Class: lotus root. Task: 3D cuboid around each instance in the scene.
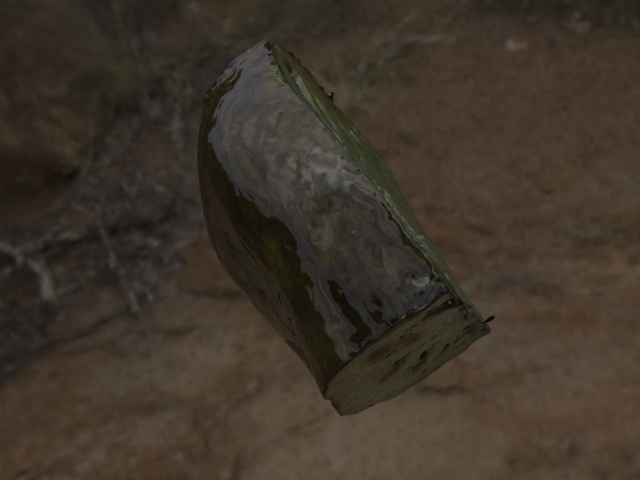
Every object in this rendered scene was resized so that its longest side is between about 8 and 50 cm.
[{"bbox_3d":[-0.009,-0.012,1.196,0.149,0.267,0.260,-37,76,4],"label":"lotus root"}]
